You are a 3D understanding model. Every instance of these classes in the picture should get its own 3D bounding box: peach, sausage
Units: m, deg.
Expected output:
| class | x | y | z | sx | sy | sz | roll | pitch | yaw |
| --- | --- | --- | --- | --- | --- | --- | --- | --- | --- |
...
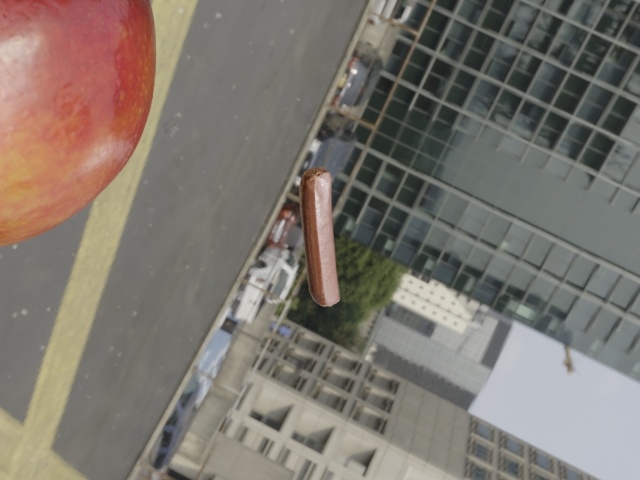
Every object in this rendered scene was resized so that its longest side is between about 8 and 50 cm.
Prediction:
| class | x | y | z | sx | sy | sz | roll | pitch | yaw |
| --- | --- | --- | --- | --- | --- | --- | --- | --- | --- |
| peach | -0.350 | -0.185 | 0.789 | 0.388 | 0.388 | 0.388 | -63 | 175 | -10 |
| sausage | 0.000 | 0.000 | 0.736 | 0.030 | 0.035 | 0.147 | 29 | -52 | 57 |
